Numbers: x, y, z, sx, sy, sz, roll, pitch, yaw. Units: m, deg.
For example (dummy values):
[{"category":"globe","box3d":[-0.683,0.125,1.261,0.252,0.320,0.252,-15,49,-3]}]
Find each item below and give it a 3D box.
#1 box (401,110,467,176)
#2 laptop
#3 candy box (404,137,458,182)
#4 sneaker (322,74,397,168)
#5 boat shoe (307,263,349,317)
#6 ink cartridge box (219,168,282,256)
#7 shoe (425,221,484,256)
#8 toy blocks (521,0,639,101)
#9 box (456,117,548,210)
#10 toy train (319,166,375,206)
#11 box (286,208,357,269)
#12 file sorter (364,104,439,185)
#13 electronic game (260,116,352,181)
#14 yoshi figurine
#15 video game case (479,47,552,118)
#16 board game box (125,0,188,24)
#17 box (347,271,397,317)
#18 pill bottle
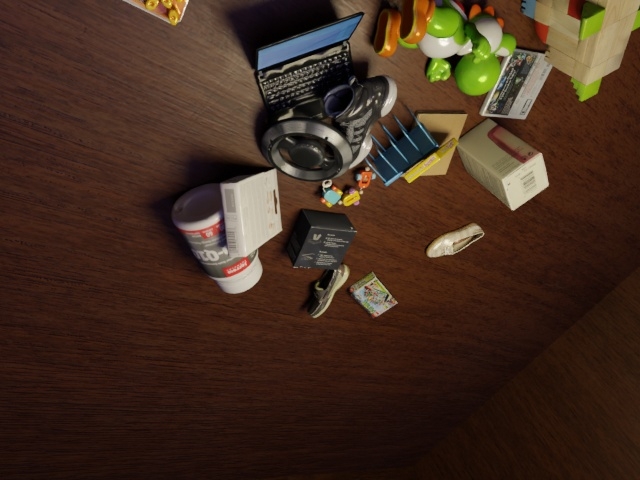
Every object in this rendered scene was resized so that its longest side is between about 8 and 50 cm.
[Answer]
[{"category":"box","box3d":[0.328,-0.281,1.293,0.165,0.021,0.201,-6,130,-20]},{"category":"laptop","box3d":[-0.013,-0.357,0.986,0.235,0.136,0.264,-22,134,-6]},{"category":"candy box","box3d":[0.304,-0.221,1.195,0.105,0.027,0.206,-42,178,37]},{"category":"sneaker","box3d":[0.063,-0.288,1.076,0.153,0.101,0.268,-6,143,-35]},{"category":"boat shoe","box3d":[0.010,0.164,1.495,0.074,0.080,0.223,24,110,-32]},{"category":"ink cartridge box","box3d":[-0.168,-0.078,1.104,0.056,0.224,0.180,2,108,16]},{"category":"shoe","box3d":[0.485,0.005,1.589,0.219,0.058,0.076,-28,135,-1]},{"category":"toy blocks","box3d":[0.591,-0.561,1.027,0.191,0.260,0.381,-29,142,-3]},{"category":"box","box3d":[0.526,-0.226,1.286,0.127,0.232,0.148,-36,134,7]},{"category":"toy train","box3d":[0.070,-0.158,1.265,0.167,0.046,0.125,-10,131,-21]},{"category":"box","box3d":[0.000,0.000,1.332,0.156,0.093,0.158,6,126,-29]},{"category":"file sorter","box3d":[0.201,-0.257,1.174,0.170,0.118,0.104,-37,130,20]},{"category":"electronic game","box3d":[-0.034,-0.219,1.091,0.230,0.048,0.229,8,153,4]},{"category":"yoshi figurine","box3d":[0.316,-0.443,1.045,0.363,0.203,0.203,-1,145,-27]},{"category":"video game case","box3d":[0.564,-0.445,1.263,0.173,0.022,0.190,-3,130,-24]},{"category":"board game box","box3d":[-0.338,-0.605,0.678,0.390,0.050,0.389,15,121,-34]},{"category":"box","box3d":[0.198,0.207,1.644,0.114,0.036,0.207,-36,134,8]},{"category":"pill bottle","box3d":[-0.260,0.004,1.164,0.161,0.161,0.283,-23,134,-5]}]
